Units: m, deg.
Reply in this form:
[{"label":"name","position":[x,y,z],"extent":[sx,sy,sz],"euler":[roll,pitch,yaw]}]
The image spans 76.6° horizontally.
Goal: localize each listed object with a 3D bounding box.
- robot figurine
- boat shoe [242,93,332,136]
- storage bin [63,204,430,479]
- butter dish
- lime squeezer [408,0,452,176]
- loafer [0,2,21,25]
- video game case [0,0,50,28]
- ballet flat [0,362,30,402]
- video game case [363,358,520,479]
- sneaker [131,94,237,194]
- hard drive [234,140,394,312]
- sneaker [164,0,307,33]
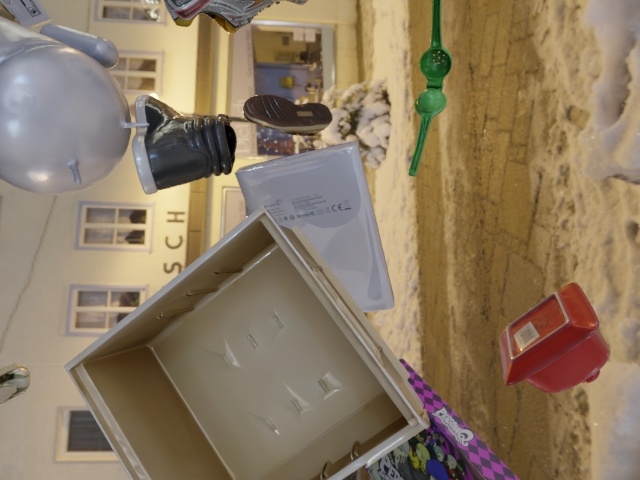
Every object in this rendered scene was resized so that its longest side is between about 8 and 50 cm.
[{"label":"robot figurine","position":[-0.416,-0.189,0.557],"extent":[0.299,0.354,0.199],"euler":[-60,-13,-18]},{"label":"boat shoe","position":[-0.092,-0.315,1.076],"extent":[0.095,0.258,0.095],"euler":[-35,64,52]},{"label":"storage bin","position":[-0.068,0.152,0.427],"extent":[0.260,0.262,0.123],"euler":[53,-173,10]},{"label":"butter dish","position":[0.370,0.168,0.617],"extent":[0.160,0.118,0.160],"euler":[-48,-2,27]},{"label":"lime squeezer","position":[0.196,-0.270,0.702],"extent":[0.110,0.059,0.310],"euler":[-62,-23,-70]},{"label":"loafer","position":[-0.572,-0.397,0.708],"extent":[0.056,0.148,0.050],"euler":[-48,-34,-18]},{"label":"video game case","position":[-0.756,-0.560,0.876],"extent":[0.206,0.026,0.226],"euler":[-55,-50,-37]},{"label":"ballet flat","position":[-0.725,0.339,0.928],"extent":[0.248,0.086,0.086],"euler":[171,100,-85]},{"label":"video game case","position":[0.144,0.309,0.522],"extent":[0.232,0.042,0.210],"euler":[43,133,51]},{"label":"sneaker","position":[-0.218,-0.169,0.660],"extent":[0.295,0.147,0.104],"euler":[-122,25,-51]},{"label":"hard drive","position":[0.000,0.000,0.730],"extent":[0.040,0.211,0.318],"euler":[-74,-29,-59]},{"label":"sneaker","position":[-0.121,-0.359,0.599],"extent":[0.088,0.226,0.092],"euler":[40,139,51]}]
